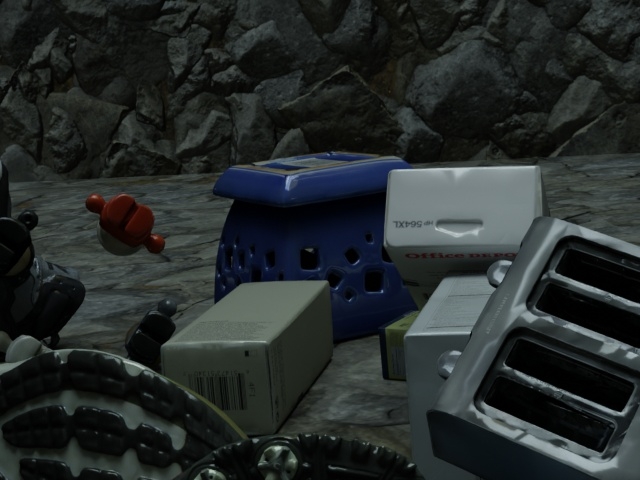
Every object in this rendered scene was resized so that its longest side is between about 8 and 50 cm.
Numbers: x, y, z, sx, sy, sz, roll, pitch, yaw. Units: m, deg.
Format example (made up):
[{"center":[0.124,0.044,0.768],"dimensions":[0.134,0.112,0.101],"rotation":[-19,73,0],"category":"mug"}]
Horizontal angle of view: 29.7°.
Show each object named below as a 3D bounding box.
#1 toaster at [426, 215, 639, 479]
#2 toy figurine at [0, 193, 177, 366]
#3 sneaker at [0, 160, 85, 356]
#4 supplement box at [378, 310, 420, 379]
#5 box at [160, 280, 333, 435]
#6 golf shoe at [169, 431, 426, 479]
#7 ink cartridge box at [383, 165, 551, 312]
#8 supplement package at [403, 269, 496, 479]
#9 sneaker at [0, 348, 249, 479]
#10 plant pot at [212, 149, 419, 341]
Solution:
[{"center":[0.179,0.095,0.795],"dimensions":[0.186,0.168,0.110],"rotation":[22,-23,27],"category":"toaster"},{"center":[-0.270,0.060,1.345],"dimensions":[0.213,0.209,0.148],"rotation":[-14,-5,-15],"category":"toy figurine"},{"center":[-0.370,0.019,1.475],"dimensions":[0.153,0.268,0.101],"rotation":[-5,22,-36],"category":"sneaker"},{"center":[0.118,0.111,1.278],"dimensions":[0.083,0.056,0.083],"rotation":[1,10,30],"category":"supplement box"},{"center":[-0.067,0.114,1.244],"dimensions":[0.113,0.094,0.275],"rotation":[-2,9,14],"category":"box"},{"center":[-0.062,0.176,0.739],"dimensions":[0.273,0.105,0.120],"rotation":[-16,-2,11],"category":"golf shoe"},{"center":[0.155,0.004,1.197],"dimensions":[0.148,0.086,0.203],"rotation":[-1,-22,14],"category":"ink cartridge box"},{"center":[0.161,0.111,1.021],"dimensions":[0.139,0.133,0.244],"rotation":[-2,10,15],"category":"supplement package"},{"center":[-0.195,0.159,0.960],"dimensions":[0.410,0.158,0.182],"rotation":[6,-4,31],"category":"sneaker"},{"center":[0.000,0.000,1.542],"dimensions":[0.236,0.212,0.236],"rotation":[-11,11,-28],"category":"plant pot"}]
